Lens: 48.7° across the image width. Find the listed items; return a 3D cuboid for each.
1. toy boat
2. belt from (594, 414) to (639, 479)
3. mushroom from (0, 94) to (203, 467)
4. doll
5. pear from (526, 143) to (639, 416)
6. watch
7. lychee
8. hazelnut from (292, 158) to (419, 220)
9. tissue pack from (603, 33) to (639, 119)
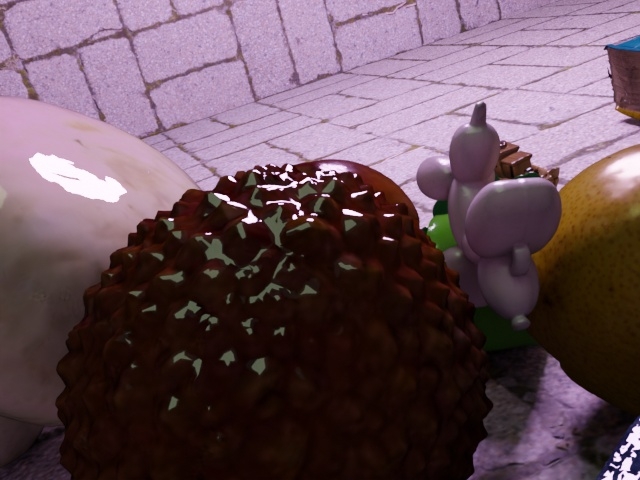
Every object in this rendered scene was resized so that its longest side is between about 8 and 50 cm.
[{"bbox_3d":[0.260,-0.103,0.991,0.065,0.072,0.206,-23,21,-14],"label":"toy boat"},{"bbox_3d":[0.167,0.153,0.330,0.218,0.122,0.129,-33,23,-36],"label":"belt"},{"bbox_3d":[-0.236,0.040,0.647,0.326,0.352,0.353,-5,19,-9],"label":"mushroom"},{"bbox_3d":[0.114,-0.011,0.493,0.059,0.160,0.160,-3,-16,-5],"label":"doll"},{"bbox_3d":[0.241,0.027,0.488,0.209,0.208,0.209,-14,21,5],"label":"pear"},{"bbox_3d":[0.142,0.017,0.640,0.131,0.165,0.152,-13,3,28],"label":"watch"},{"bbox_3d":[-0.024,0.090,0.445,0.276,0.304,0.275,-1,53,1],"label":"lychee"},{"bbox_3d":[0.003,0.010,0.768,0.210,0.210,0.186,-6,48,25],"label":"hazelnut"},{"bbox_3d":[0.603,-0.266,1.066,0.271,0.133,0.192,-16,21,0],"label":"tissue pack"}]
